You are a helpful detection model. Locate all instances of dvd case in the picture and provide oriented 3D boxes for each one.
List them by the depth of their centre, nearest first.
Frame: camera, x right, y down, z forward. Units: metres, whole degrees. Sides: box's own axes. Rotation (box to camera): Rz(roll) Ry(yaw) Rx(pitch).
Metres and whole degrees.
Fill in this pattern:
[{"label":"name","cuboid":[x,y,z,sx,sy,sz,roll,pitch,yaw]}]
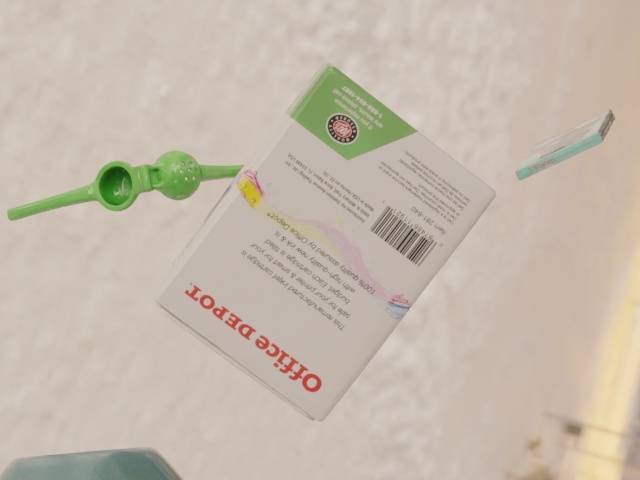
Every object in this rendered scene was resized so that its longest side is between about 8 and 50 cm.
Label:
[{"label":"dvd case","cuboid":[0.233,-0.091,1.585,0.013,0.087,0.119,63,21,-5]}]

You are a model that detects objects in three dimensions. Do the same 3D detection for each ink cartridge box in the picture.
[{"label":"ink cartridge box","cuboid":[0.000,0.000,1.597,0.278,0.201,0.117,-53,-173,3]}]

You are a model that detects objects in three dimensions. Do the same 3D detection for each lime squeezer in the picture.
[{"label":"lime squeezer","cuboid":[-0.202,-0.069,1.889,0.110,0.310,0.059,-141,-139,-76]}]

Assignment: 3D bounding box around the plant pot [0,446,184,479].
[{"label":"plant pot","cuboid":[-0.213,0.294,1.553,0.290,0.290,0.195,21,64,-78]}]
